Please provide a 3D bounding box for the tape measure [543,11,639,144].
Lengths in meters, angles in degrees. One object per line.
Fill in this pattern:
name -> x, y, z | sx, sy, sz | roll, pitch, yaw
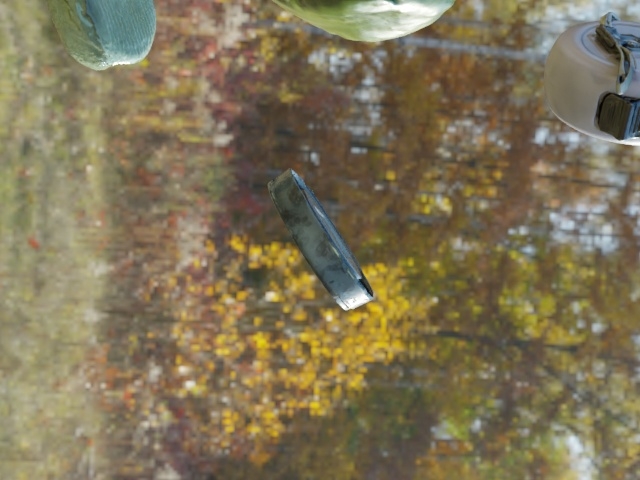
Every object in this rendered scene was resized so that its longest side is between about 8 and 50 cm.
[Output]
tape measure -> 0.336, -0.177, 1.272 | 0.196, 0.178, 0.105 | -118, -154, -50

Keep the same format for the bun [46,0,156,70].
bun -> -0.356, -0.373, 1.877 | 0.221, 0.108, 0.221 | 26, 61, -60

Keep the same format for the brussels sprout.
brussels sprout -> 0.033, -0.192, 0.839 | 0.139, 0.181, 0.100 | 24, 62, -49

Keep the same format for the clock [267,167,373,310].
clock -> 0.000, 0.000, 1.697 | 0.226, 0.049, 0.226 | 56, 6, -9
